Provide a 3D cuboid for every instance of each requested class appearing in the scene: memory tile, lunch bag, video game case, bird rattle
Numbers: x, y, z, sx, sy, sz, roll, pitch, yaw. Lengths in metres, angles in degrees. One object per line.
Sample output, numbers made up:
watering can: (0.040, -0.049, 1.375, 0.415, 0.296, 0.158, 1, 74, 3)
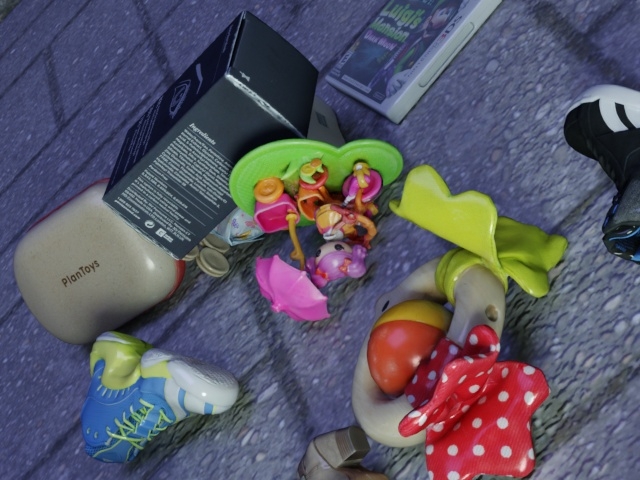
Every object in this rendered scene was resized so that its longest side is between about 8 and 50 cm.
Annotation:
memory tile: (-0.146, -0.026, 1.746, 0.012, 0.113, 0.148, -50, 23, 30)
lunch bag: (-0.078, -0.031, 1.714, 0.083, 0.053, 0.071, -44, 26, -11)
video game case: (0.095, -0.214, 1.715, 0.173, 0.022, 0.190, -50, 25, 0)
bird rattle: (0.099, 0.085, 1.250, 0.207, 0.143, 0.253, -37, 39, 49)

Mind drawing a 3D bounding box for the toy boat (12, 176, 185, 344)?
toy boat: (-0.235, 0.015, 1.838, 0.231, 0.151, 0.151, -30, 2, 35)

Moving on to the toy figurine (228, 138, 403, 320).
toy figurine: (0.000, 0.000, 1.518, 0.173, 0.130, 0.159, -14, 51, 14)

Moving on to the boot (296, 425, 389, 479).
boot: (0.017, 0.203, 1.261, 0.087, 0.042, 0.118, -49, 42, 44)

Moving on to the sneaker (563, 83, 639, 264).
sneaker: (0.229, -0.045, 1.209, 0.121, 0.079, 0.217, -54, 27, -11)

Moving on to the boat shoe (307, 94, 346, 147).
boat shoe: (-0.019, -0.098, 1.699, 0.063, 0.066, 0.184, -53, 25, 21)

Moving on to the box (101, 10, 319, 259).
box: (-0.111, -0.108, 1.665, 0.207, 0.108, 0.153, -41, 20, 28)

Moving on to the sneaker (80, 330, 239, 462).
sneaker: (-0.161, 0.167, 1.569, 0.240, 0.091, 0.126, 11, 83, 61)
